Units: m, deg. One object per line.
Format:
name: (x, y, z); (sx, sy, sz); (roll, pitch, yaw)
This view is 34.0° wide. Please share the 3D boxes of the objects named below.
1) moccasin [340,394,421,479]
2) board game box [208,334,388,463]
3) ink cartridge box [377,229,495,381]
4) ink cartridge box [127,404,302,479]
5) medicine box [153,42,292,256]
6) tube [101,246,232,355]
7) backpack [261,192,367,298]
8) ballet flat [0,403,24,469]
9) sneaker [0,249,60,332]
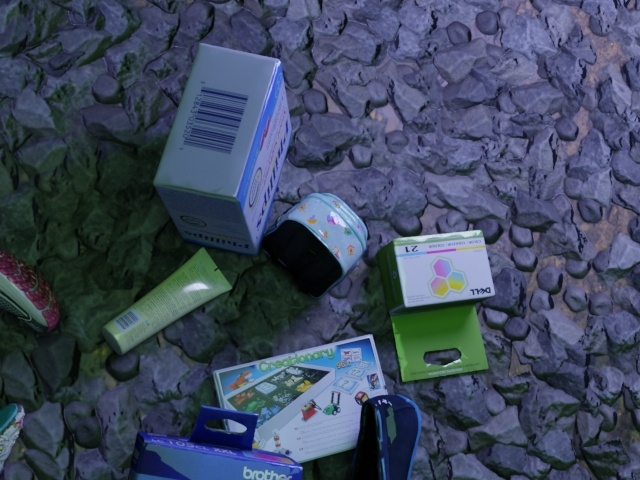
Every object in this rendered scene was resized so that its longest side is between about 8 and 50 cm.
moccasin: (0.076, 0.432, 1.810); (0.117, 0.137, 0.342); (14, 80, -37)
board game box: (-0.029, 0.295, 1.873); (0.305, 0.053, 0.193); (-11, 80, -18)
ink cartridge box: (0.229, 0.121, 1.969); (0.188, 0.097, 0.255); (-6, 77, -17)
ink cartridge box: (-0.190, 0.468, 1.698); (0.270, 0.151, 0.395); (11, 83, -13)
medicine box: (-0.158, -0.148, 1.814); (0.149, 0.289, 0.263); (12, 72, 8)
tube: (-0.272, 0.113, 1.852); (0.240, 0.062, 0.070); (-37, 132, -26)
backpack: (0.000, 0.000, 1.885); (0.144, 0.188, 0.166); (-42, 89, -21)
ballet flat: (-0.567, 0.366, 1.697); (0.241, 0.091, 0.077); (-40, 120, -17)
sneaker: (-0.572, 0.064, 1.757); (0.299, 0.121, 0.112); (35, 99, -6)
